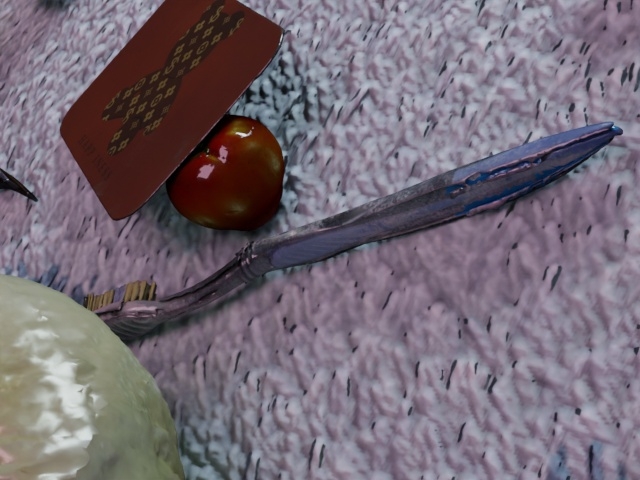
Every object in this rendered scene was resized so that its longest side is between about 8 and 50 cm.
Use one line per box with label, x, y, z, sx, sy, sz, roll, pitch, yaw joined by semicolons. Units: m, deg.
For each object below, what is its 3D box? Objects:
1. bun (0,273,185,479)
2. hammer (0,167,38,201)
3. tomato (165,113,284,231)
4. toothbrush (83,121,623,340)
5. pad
bun;-0.227;0.200;0.683;0.349;0.227;0.352;-1;61;36
hammer;-0.294;0.056;0.949;0.137;0.037;0.289;-25;51;24
tomato;-0.064;-0.044;0.822;0.087;0.075;0.087;-30;35;24
toothbrush;0.000;0.000;0.772;0.414;0.035;0.042;-19;51;26
pad;-0.124;-0.119;0.904;0.181;0.004;0.267;-49;31;1
